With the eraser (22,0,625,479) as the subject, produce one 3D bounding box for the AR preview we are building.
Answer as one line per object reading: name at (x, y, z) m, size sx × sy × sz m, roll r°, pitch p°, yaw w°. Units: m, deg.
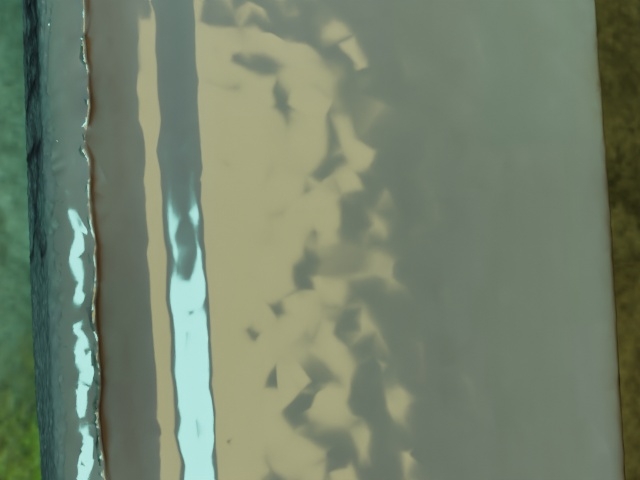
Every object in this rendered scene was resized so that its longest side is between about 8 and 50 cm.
eraser at (0.000, 0.000, 0.705) m, size 0.272 × 0.122 × 0.359 m, roll -2°, pitch 85°, yaw -17°
